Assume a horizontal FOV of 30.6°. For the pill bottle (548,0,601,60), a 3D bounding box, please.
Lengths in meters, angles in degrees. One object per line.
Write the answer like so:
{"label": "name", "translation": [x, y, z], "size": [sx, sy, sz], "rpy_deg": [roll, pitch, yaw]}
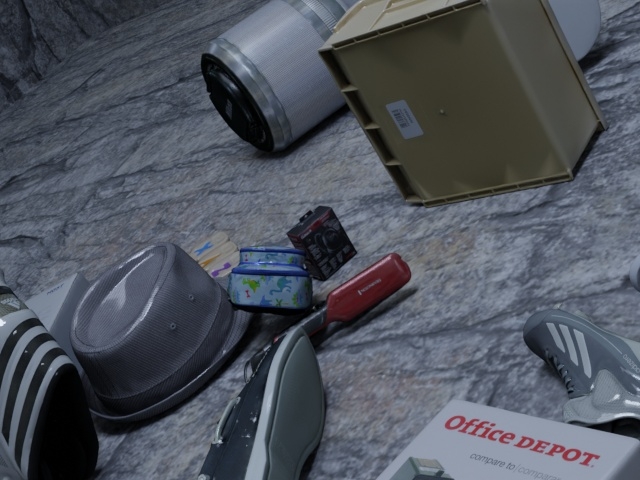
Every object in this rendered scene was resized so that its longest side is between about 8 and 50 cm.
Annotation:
{"label": "pill bottle", "translation": [0.286, -0.338, 1.737], "size": [0.169, 0.169, 0.301], "rpy_deg": [-33, 23, -6]}

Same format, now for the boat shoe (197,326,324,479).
{"label": "boat shoe", "translation": [-0.063, 0.196, 1.139], "size": [0.091, 0.114, 0.302], "rpy_deg": [-16, 26, 19]}

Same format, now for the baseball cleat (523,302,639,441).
{"label": "baseball cleat", "translation": [0.224, 0.117, 1.006], "size": [0.109, 0.072, 0.206], "rpy_deg": [-45, 22, -16]}

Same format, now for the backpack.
{"label": "backpack", "translation": [-0.060, 0.048, 1.403], "size": [0.105, 0.084, 0.114], "rpy_deg": [2, 1, -2]}

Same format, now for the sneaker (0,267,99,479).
{"label": "sneaker", "translation": [-0.426, 0.267, 1.369], "size": [0.169, 0.257, 0.447], "rpy_deg": [-16, -35, -58]}

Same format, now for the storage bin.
{"label": "storage bin", "translation": [0.173, -0.190, 1.454], "size": [0.260, 0.262, 0.123], "rpy_deg": [-10, 33, 40]}

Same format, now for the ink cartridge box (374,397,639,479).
{"label": "ink cartridge box", "translation": [0.097, 0.251, 0.824], "size": [0.273, 0.114, 0.198], "rpy_deg": [-43, 25, -26]}

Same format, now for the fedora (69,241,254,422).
{"label": "fedora", "translation": [-0.217, 0.096, 1.483], "size": [0.244, 0.124, 0.275], "rpy_deg": [1, 42, 39]}

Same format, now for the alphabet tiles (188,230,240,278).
{"label": "alphabet tiles", "translation": [-0.235, 0.087, 1.693], "size": [0.278, 0.021, 0.284], "rpy_deg": [-34, 23, -8]}

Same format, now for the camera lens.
{"label": "camera lens", "translation": [-0.050, -0.301, 2.005], "size": [0.274, 0.219, 0.219], "rpy_deg": [-37, 24, -15]}

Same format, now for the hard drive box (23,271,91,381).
{"label": "hard drive box", "translation": [-0.397, 0.172, 1.590], "size": [0.181, 0.089, 0.232], "rpy_deg": [-27, 26, 23]}

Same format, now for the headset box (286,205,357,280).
{"label": "headset box", "translation": [0.000, 0.000, 1.502], "size": [0.062, 0.083, 0.032], "rpy_deg": [-41, 25, -22]}

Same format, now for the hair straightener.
{"label": "hair straightener", "translation": [0.004, 0.096, 1.373], "size": [0.230, 0.047, 0.089], "rpy_deg": [-38, -3, -5]}

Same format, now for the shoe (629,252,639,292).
{"label": "shoe", "translation": [0.357, -0.007, 1.112], "size": [0.178, 0.063, 0.081], "rpy_deg": [-28, 21, -8]}
